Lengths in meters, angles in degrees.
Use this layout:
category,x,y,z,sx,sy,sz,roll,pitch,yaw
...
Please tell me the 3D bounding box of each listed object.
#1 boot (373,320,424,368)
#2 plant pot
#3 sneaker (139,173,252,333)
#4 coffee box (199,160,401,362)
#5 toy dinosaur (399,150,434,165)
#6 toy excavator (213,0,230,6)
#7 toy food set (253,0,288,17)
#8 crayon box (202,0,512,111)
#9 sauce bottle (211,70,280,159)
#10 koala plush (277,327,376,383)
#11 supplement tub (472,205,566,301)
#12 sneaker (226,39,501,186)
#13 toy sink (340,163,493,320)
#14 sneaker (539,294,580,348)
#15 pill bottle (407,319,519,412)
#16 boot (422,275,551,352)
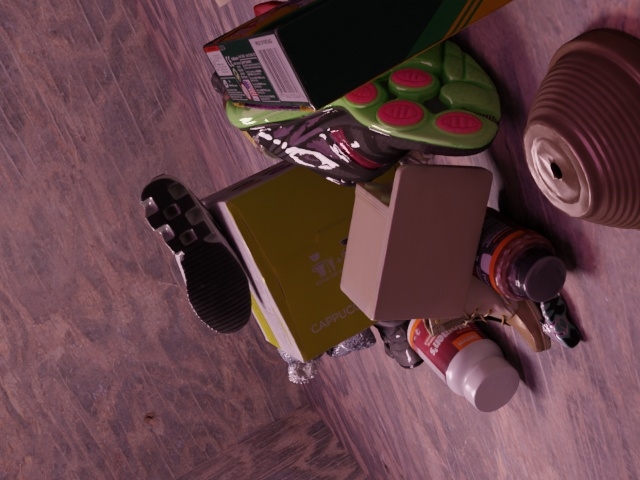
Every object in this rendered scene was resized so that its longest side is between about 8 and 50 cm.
category,x,y,z,sx,sy,sz,roll,pitch,yaw
boot,0.180,0.192,2.185,0.222,0.118,0.338,61,179,-11
plant pot,0.301,-0.099,1.059,0.237,0.110,0.237,55,166,21
sneaker,-0.223,0.016,1.847,0.146,0.122,0.330,-100,-14,-76
coffee box,0.000,0.000,1.914,0.338,0.338,0.334,65,166,-8
toy dinosaur,0.065,-0.244,1.650,0.313,0.121,0.160,51,151,24
toy excavator,-0.317,-0.746,1.988,0.433,0.222,0.445,56,180,20
toy food set,-0.049,-0.437,1.748,0.104,0.111,0.232,0,111,41
crayon box,0.046,-0.279,1.204,0.106,0.313,0.363,62,167,-17
sauce bottle,-0.177,-0.330,2.423,0.344,0.111,0.111,49,162,41
koala plush,-0.002,0.220,2.257,0.196,0.221,0.203,59,180,24
supplement tub,0.273,0.022,1.424,0.198,0.106,0.106,39,154,60
sneaker,0.075,-0.187,1.451,0.483,0.185,0.202,11,153,44
toy sink,0.135,-0.015,1.420,0.131,0.153,0.234,-136,50,-58
sneaker,0.350,0.119,1.479,0.098,0.038,0.069,64,166,-8
pill bottle,0.267,0.216,1.818,0.221,0.121,0.121,46,160,50
boot,0.254,0.120,1.564,0.213,0.165,0.077,57,167,27
